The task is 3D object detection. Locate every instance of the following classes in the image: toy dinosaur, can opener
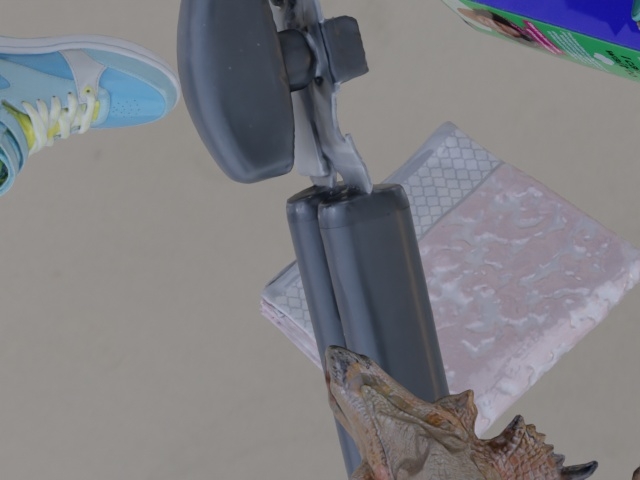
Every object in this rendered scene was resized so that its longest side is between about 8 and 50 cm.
[{"bbox_3d":[0.065,0.166,0.601,0.127,0.200,0.295,-1,72,1],"label":"toy dinosaur"},{"bbox_3d":[0.000,0.000,0.833,0.093,0.074,0.280,-21,103,-18],"label":"can opener"}]

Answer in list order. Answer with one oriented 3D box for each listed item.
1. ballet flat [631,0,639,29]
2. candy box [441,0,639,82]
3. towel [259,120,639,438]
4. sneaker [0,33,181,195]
[{"bbox_3d":[0.320,-0.266,1.457,0.086,0.248,0.086,12,150,7],"label":"ballet flat"},{"bbox_3d":[0.294,-0.299,1.645,0.317,0.122,0.268,25,88,42],"label":"candy box"},{"bbox_3d":[0.141,0.049,1.934,0.317,0.332,0.053,39,164,33],"label":"towel"},{"bbox_3d":[-0.303,-0.119,1.860,0.319,0.208,0.127,2,135,-11],"label":"sneaker"}]
